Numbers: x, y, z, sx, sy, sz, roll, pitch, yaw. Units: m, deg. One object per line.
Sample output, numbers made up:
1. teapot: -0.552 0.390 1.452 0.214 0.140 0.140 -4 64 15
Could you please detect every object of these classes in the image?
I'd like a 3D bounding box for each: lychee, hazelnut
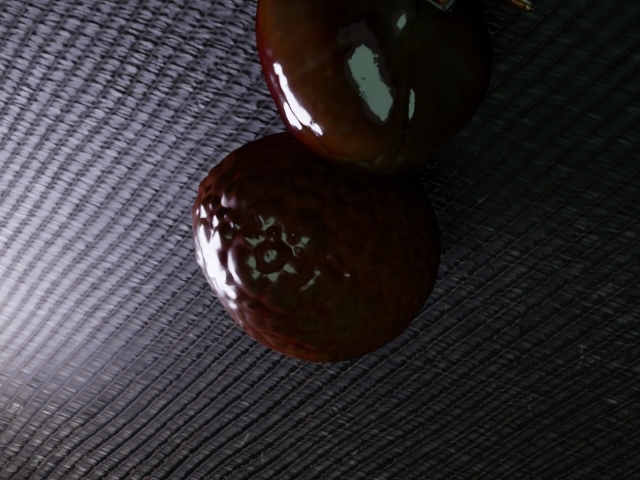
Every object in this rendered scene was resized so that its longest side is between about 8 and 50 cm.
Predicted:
1. lychee: 0.000 0.000 1.252 0.255 0.300 0.255 4 98 26
2. hazelnut: 0.046 -0.177 1.093 0.229 0.229 0.229 12 130 14

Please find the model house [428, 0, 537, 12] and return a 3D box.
1. model house: 0.127 -0.300 0.981 0.294 0.207 0.154 31 144 -4
